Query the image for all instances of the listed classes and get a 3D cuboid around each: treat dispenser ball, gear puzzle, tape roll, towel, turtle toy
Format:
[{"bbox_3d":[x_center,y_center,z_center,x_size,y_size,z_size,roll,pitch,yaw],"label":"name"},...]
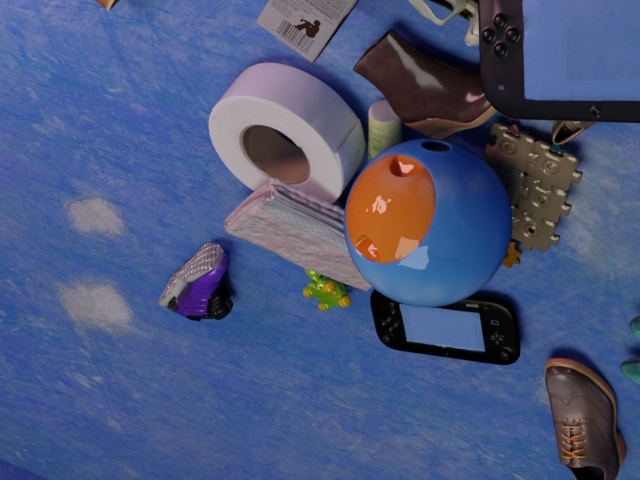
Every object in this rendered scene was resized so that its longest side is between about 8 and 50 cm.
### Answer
[{"bbox_3d":[0.183,-0.030,1.891,0.288,0.288,0.288,17,139,16],"label":"treat dispenser ball"},{"bbox_3d":[0.359,-0.066,1.975,0.175,0.044,0.339,26,141,17],"label":"gear puzzle"},{"bbox_3d":[-0.061,-0.187,2.039,0.286,0.100,0.286,23,146,17],"label":"tape roll"},{"bbox_3d":[0.000,0.000,2.145,0.331,0.053,0.317,25,162,-12],"label":"towel"},{"bbox_3d":[0.013,0.094,2.341,0.130,0.066,0.095,43,147,-25],"label":"turtle toy"}]

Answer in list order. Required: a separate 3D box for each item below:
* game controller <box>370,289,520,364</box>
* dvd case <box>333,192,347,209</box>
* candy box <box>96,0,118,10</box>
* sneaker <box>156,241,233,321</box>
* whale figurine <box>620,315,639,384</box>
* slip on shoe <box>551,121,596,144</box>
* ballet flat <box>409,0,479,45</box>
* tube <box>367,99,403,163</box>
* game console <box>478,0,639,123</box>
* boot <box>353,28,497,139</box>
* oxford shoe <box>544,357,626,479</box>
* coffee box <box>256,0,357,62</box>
[{"bbox_3d":[0.255,0.171,2.276,0.319,0.067,0.166,5,135,27],"label":"game controller"},{"bbox_3d":[-0.017,-0.028,2.272,0.221,0.018,0.165,-3,130,34],"label":"dvd case"},{"bbox_3d":[-0.424,-0.512,1.983,0.186,0.053,0.109,39,140,-9],"label":"candy box"},{"bbox_3d":[-0.249,0.108,2.509,0.146,0.102,0.293,36,146,-14],"label":"sneaker"},{"bbox_3d":[0.652,0.220,2.018,0.216,0.141,0.272,32,142,-3],"label":"whale figurine"},{"bbox_3d":[0.424,-0.200,1.791,0.051,0.041,0.135,41,140,-13],"label":"slip on shoe"},{"bbox_3d":[0.225,-0.357,1.702,0.280,0.096,0.095,28,166,5],"label":"ballet flat"},{"bbox_3d":[0.120,-0.149,2.026,0.062,0.070,0.240,-11,141,-6],"label":"tube"},{"bbox_3d":[0.383,-0.333,1.512,0.386,0.060,0.342,7,111,40],"label":"game console"},{"bbox_3d":[0.188,-0.272,1.822,0.207,0.090,0.248,40,144,-15],"label":"boot"},{"bbox_3d":[0.541,0.390,2.276,0.130,0.133,0.364,-5,129,36],"label":"oxford shoe"},{"bbox_3d":[0.036,-0.437,1.682,0.118,0.168,0.297,35,140,-5],"label":"coffee box"}]
